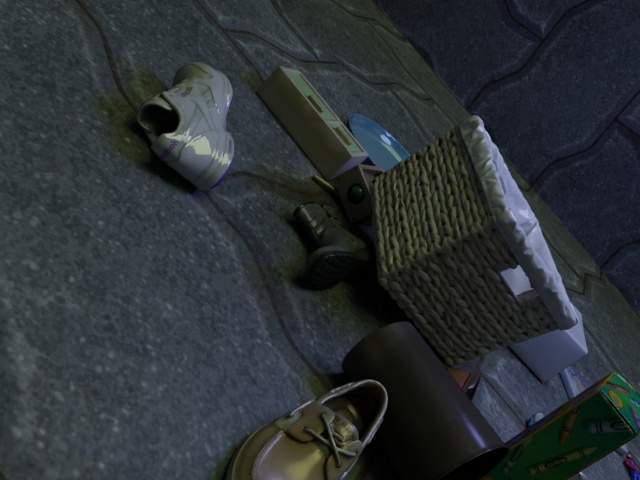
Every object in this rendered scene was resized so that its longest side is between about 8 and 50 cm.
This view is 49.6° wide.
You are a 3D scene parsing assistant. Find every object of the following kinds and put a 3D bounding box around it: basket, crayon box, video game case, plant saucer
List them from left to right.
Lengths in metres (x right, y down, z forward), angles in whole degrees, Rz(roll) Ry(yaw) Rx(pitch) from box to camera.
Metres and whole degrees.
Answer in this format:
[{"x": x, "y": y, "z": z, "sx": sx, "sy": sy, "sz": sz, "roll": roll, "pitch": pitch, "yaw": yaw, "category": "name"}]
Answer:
[{"x": 0.180, "y": -0.211, "z": 1.862, "sx": 0.317, "sy": 0.044, "sz": 0.317, "roll": 36, "pitch": 27, "yaw": -22, "category": "plant saucer"}, {"x": 0.139, "y": 0.243, "z": 0.998, "sx": 0.227, "sy": 0.154, "sz": 0.204, "roll": 57, "pitch": 8, "yaw": 29, "category": "basket"}, {"x": 0.282, "y": 0.005, "z": 1.341, "sx": 0.328, "sy": 0.266, "sz": 0.331, "roll": 49, "pitch": 26, "yaw": -34, "category": "basket"}, {"x": 0.364, "y": 0.322, "z": 1.081, "sx": 0.081, "sy": 0.278, "sz": 0.165, "roll": 55, "pitch": 26, "yaw": 19, "category": "crayon box"}, {"x": 0.691, "y": 0.424, "z": 1.764, "sx": 0.183, "sy": 0.023, "sz": 0.201, "roll": 37, "pitch": 26, "yaw": -21, "category": "video game case"}]

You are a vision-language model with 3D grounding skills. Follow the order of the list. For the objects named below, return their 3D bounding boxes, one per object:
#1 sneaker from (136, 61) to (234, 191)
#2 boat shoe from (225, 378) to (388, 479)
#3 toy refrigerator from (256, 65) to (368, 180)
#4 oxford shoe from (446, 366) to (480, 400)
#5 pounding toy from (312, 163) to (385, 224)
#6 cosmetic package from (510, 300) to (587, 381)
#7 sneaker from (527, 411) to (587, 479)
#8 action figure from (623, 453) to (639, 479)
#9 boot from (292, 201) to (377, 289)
[{"x": -0.223, "y": -0.221, "z": 1.140, "sx": 0.152, "sy": 0.114, "sz": 0.305, "roll": 30, "pitch": 30, "yaw": -36, "category": "sneaker"}, {"x": -0.003, "y": 0.241, "z": 0.827, "sx": 0.109, "sy": 0.098, "sz": 0.302, "roll": 52, "pitch": 25, "yaw": 11, "category": "boat shoe"}, {"x": -0.015, "y": -0.269, "z": 1.572, "sx": 0.269, "sy": 0.094, "sz": 0.102, "roll": 53, "pitch": 25, "yaw": 10, "category": "toy refrigerator"}, {"x": 0.208, "y": 0.275, "z": 1.179, "sx": 0.076, "sy": 0.076, "sz": 0.212, "roll": 23, "pitch": 20, "yaw": 20, "category": "oxford shoe"}, {"x": 0.079, "y": -0.101, "z": 1.496, "sx": 0.141, "sy": 0.100, "sz": 0.130, "roll": -2, "pitch": 68, "yaw": -56, "category": "pounding toy"}, {"x": 0.528, "y": 0.187, "z": 1.715, "sx": 0.224, "sy": 0.138, "sz": 0.224, "roll": 47, "pitch": 23, "yaw": -2, "category": "cosmetic package"}, {"x": 0.474, "y": 0.411, "z": 1.365, "sx": 0.071, "sy": 0.083, "sz": 0.190, "roll": 33, "pitch": 27, "yaw": -25, "category": "sneaker"}, {"x": 0.758, "y": 0.560, "z": 1.665, "sx": 0.038, "sy": 0.030, "sz": 0.115, "roll": 34, "pitch": 25, "yaw": -15, "category": "action figure"}, {"x": 0.000, "y": 0.000, "z": 1.238, "sx": 0.161, "sy": 0.083, "sz": 0.246, "roll": 47, "pitch": 18, "yaw": 16, "category": "boot"}]
